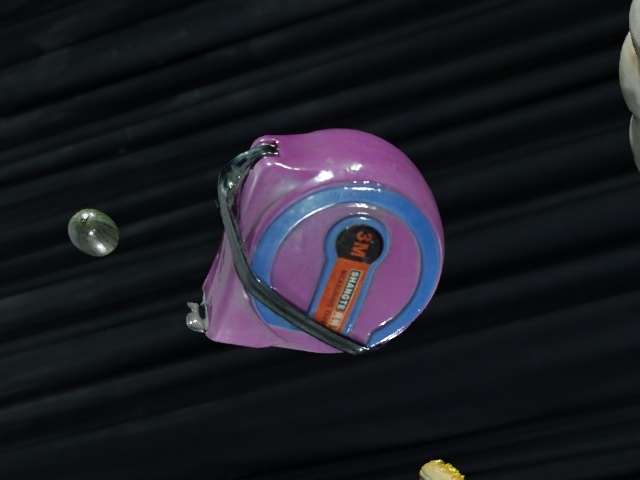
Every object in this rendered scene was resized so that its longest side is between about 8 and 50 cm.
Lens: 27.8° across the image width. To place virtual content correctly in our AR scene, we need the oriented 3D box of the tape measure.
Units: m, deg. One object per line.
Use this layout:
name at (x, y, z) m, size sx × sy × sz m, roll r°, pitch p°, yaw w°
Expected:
tape measure at (0.000, 0.000, 1.324) m, size 0.149 × 0.245 × 0.231 m, roll -105°, pitch -149°, yaw -60°

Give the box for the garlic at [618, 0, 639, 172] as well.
garlic at (0.319, -0.121, 0.996) m, size 0.281 × 0.185 × 0.203 m, roll 51°, pitch 41°, yaw -22°

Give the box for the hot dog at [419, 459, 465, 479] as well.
hot dog at (0.167, 0.307, 1.506) m, size 0.071 × 0.045 × 0.165 m, roll 58°, pitch -13°, yaw -24°

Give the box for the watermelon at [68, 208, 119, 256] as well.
watermelon at (-0.384, -0.013, 2.188) m, size 0.110 × 0.078 × 0.078 m, roll 45°, pitch 32°, yaw -66°
